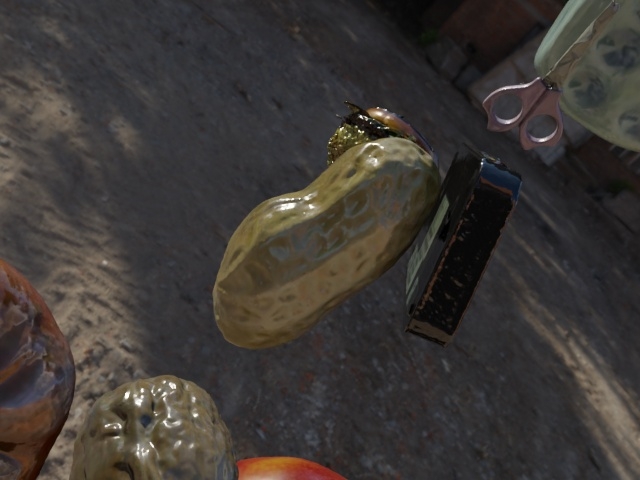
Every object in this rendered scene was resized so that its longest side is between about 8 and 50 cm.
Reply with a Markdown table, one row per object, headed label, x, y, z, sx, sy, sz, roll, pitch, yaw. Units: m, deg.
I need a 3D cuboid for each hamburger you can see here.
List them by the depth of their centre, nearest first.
| label | x | y | z | sx | sy | sz | roll | pitch | yaw |
| --- | --- | --- | --- | --- | --- | --- | --- | --- | --- |
| hamburger | 0.113 | -0.141 | 1.282 | 0.243 | 0.138 | 0.261 | 38 | -14 | 28 |

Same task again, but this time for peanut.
| label | x | y | z | sx | sy | sz | roll | pitch | yaw |
| --- | --- | --- | --- | --- | --- | --- | --- | --- | --- |
| peanut | 0.000 | 0.000 | 0.783 | 0.152 | 0.313 | 0.152 | 53 | 10 | -13 |

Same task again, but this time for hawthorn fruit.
| label | x | y | z | sx | sy | sz | roll | pitch | yaw |
| --- | --- | --- | --- | --- | --- | --- | --- | --- | --- |
| hawthorn fruit | -0.302 | 0.103 | 0.496 | 0.235 | 0.231 | 0.263 | 52 | -5 | -18 |

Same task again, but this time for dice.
| label | x | y | z | sx | sy | sz | roll | pitch | yaw |
| --- | --- | --- | --- | --- | --- | --- | --- | --- | --- |
| dice | 0.500 | -0.309 | 1.004 | 0.265 | 0.268 | 0.262 | 35 | 52 | 3 |

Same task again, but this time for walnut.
| label | x | y | z | sx | sy | sz | roll | pitch | yaw |
| --- | --- | --- | --- | --- | --- | --- | --- | --- | --- |
| walnut | -0.176 | 0.251 | 0.733 | 0.178 | 0.178 | 0.230 | 27 | 15 | -36 |

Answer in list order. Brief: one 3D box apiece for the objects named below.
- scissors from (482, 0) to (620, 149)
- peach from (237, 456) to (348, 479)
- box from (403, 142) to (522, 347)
| label | x | y | z | sx | sy | sz | roll | pitch | yaw |
| --- | --- | --- | --- | --- | --- | --- | --- | --- | --- |
| scissors | 0.292 | -0.201 | 0.842 | 0.110 | 0.212 | 0.021 | 30 | 44 | -4 |
| peach | -0.061 | 0.508 | 1.080 | 0.370 | 0.370 | 0.370 | 36 | 22 | -17 |
| box | 0.170 | -0.014 | 0.875 | 0.058 | 0.211 | 0.350 | 22 | 13 | 3 |
